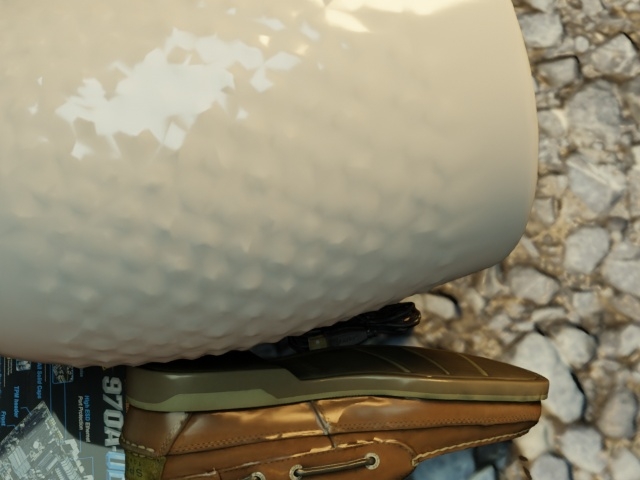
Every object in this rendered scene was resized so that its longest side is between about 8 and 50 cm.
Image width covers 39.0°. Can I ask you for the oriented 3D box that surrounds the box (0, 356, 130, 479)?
[{"bbox_3d":[-0.205,0.160,0.636,0.175,0.051,0.220,-7,67,-5],"label":"box"}]

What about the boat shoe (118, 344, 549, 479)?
[{"bbox_3d":[0.014,0.134,0.638,0.307,0.111,0.104,2,93,-15],"label":"boat shoe"}]

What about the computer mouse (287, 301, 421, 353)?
[{"bbox_3d":[0.000,0.000,0.738,0.106,0.042,0.193,-18,70,-8],"label":"computer mouse"}]

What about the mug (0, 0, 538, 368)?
[{"bbox_3d":[-0.096,-0.086,0.613,0.328,0.276,0.374,-18,36,-15],"label":"mug"}]
